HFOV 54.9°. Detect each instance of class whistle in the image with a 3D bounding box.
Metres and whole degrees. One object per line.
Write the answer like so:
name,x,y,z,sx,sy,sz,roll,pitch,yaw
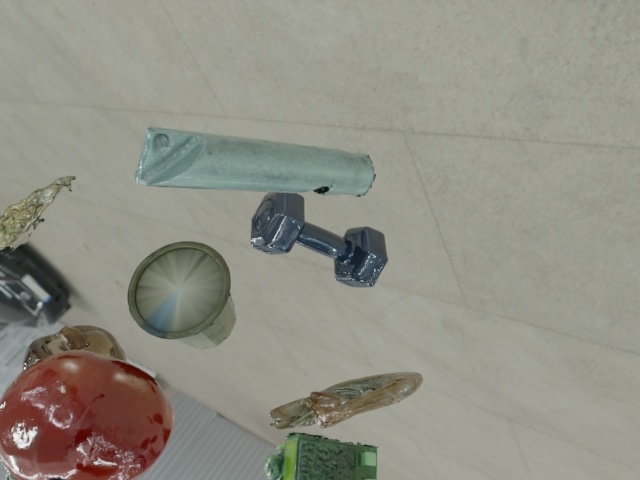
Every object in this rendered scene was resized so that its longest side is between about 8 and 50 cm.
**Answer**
whistle,-0.061,-0.084,0.698,0.062,0.312,0.062,1,91,46

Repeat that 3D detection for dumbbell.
dumbbell,0.000,0.000,1.434,0.325,0.159,0.144,24,133,-30

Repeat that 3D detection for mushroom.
mushroom,-0.620,0.312,1.566,0.253,0.253,0.153,27,112,22

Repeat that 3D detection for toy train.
toy train,0.004,0.557,1.477,0.272,0.158,0.188,18,147,-22

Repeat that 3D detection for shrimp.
shrimp,0.053,0.320,1.220,0.168,0.318,0.077,121,131,-79

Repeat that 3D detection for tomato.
tomato,-0.414,0.326,1.074,0.299,0.226,0.298,10,141,8

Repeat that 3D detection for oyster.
oyster,-0.588,-0.065,1.254,0.072,0.209,0.133,42,-175,-17

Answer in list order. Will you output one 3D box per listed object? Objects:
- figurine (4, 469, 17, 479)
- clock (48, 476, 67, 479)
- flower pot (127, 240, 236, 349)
figurine,-0.729,0.577,1.529,0.133,0.153,0.132,2,153,1
clock,-0.266,0.379,0.715,0.194,0.144,0.073,13,134,12
flower pot,-0.264,0.133,1.305,0.213,0.212,0.202,27,163,22
